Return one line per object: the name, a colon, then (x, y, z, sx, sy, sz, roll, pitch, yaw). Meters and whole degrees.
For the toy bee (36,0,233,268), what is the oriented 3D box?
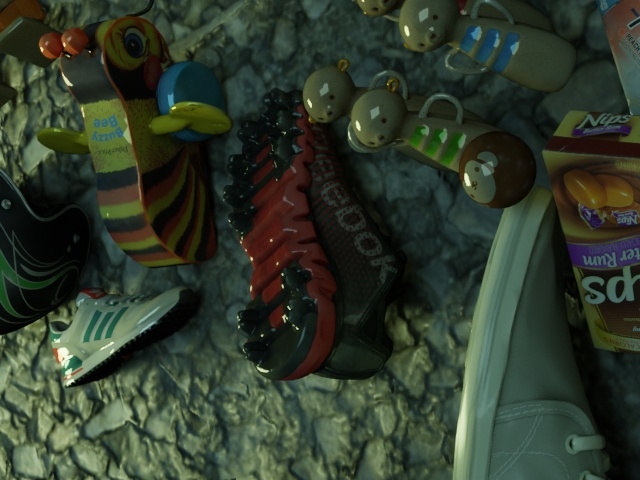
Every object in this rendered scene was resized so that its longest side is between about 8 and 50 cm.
toy bee: (-0.176, -0.123, 1.525, 0.195, 0.162, 0.298, -32, 71, 33)

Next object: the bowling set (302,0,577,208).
bowling set: (0.090, -0.126, 1.267, 0.154, 0.200, 0.287, 19, 126, -8)

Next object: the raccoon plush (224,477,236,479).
raccoon plush: (-0.198, 0.316, 1.374, 0.446, 0.299, 0.216, -16, 78, 9)

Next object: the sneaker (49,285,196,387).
sneaker: (-0.183, 0.067, 1.583, 0.161, 0.057, 0.075, -34, 76, 31)

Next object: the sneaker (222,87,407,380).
sneaker: (0.000, 0.000, 1.444, 0.097, 0.135, 0.276, -42, 43, 38)

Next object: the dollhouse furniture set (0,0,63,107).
dollhouse furniture set: (-0.382, -0.221, 1.711, 0.259, 0.135, 0.262, -39, 68, 14)

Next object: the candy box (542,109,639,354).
candy box: (0.231, 0.001, 1.249, 0.109, 0.053, 0.186, 7, 134, 34)

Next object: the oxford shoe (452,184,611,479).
oxford shoe: (0.161, 0.185, 1.299, 0.130, 0.169, 0.449, 3, 88, 14)

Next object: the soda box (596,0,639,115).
soda box: (0.258, -0.111, 1.292, 0.058, 0.063, 0.183, -23, 76, 33)

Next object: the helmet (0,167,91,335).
helmet: (-0.306, 0.003, 1.606, 0.169, 0.161, 0.169, -2, 87, 34)
